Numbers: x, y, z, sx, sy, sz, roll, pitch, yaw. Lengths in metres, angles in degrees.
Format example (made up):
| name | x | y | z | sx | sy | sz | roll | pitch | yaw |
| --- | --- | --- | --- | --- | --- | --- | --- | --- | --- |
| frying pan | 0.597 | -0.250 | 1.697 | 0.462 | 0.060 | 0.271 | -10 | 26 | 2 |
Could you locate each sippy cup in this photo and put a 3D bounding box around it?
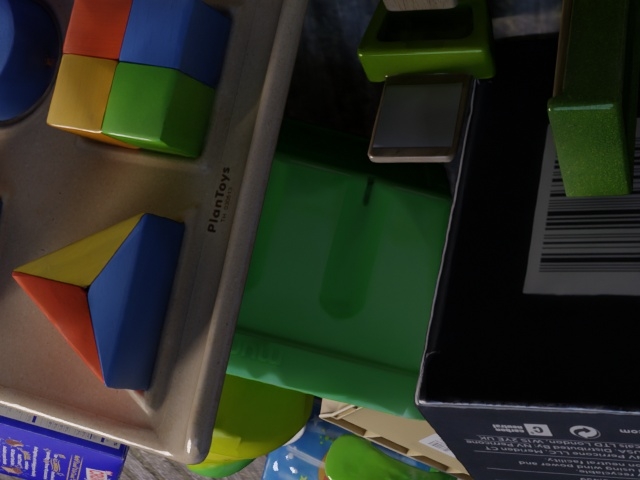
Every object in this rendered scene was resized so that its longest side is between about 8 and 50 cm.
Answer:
| name | x | y | z | sx | sy | sz | roll | pitch | yaw |
| --- | --- | --- | --- | --- | --- | --- | --- | --- | --- |
| sippy cup | 0.053 | 0.281 | 1.444 | 0.224 | 0.240 | 0.305 | 22 | 137 | 8 |

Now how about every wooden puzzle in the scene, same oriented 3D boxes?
| name | x | y | z | sx | sy | sz | roll | pitch | yaw |
| --- | --- | --- | --- | --- | --- | --- | --- | --- | --- |
| wooden puzzle | -0.187 | -0.046 | 0.767 | 0.347 | 0.322 | 0.080 | 11 | 177 | 32 |

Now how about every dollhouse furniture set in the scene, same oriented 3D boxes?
| name | x | y | z | sx | sy | sz | roll | pitch | yaw |
| --- | --- | --- | --- | --- | --- | --- | --- | --- | --- |
| dollhouse furniture set | 0.074 | -0.169 | 0.661 | 0.197 | 0.151 | 0.301 | 2 | 150 | 21 |

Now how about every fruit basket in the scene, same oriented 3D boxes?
| name | x | y | z | sx | sy | sz | roll | pitch | yaw |
| --- | --- | --- | --- | --- | --- | --- | --- | --- | --- |
| fruit basket | -0.077 | 0.075 | 0.971 | 0.392 | 0.392 | 0.283 | 14 | -164 | -1 |

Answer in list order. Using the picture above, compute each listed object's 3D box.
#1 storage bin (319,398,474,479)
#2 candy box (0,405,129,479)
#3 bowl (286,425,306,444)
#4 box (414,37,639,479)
| name | x | y | z | sx | sy | sz | roll | pitch | yaw |
| --- | --- | --- | --- | --- | --- | --- | --- | --- | --- |
| storage bin | 0.176 | 0.151 | 1.209 | 0.262 | 0.123 | 0.260 | 27 | 143 | -26 |
| candy box | -0.444 | 0.276 | 1.736 | 0.317 | 0.122 | 0.268 | 18 | 151 | -7 |
| bowl | -0.147 | 0.126 | 1.317 | 0.297 | 0.134 | 0.298 | 11 | 152 | 6 |
| box | 0.252 | 0.075 | 0.881 | 0.212 | 0.294 | 0.395 | -1 | 148 | 26 |
